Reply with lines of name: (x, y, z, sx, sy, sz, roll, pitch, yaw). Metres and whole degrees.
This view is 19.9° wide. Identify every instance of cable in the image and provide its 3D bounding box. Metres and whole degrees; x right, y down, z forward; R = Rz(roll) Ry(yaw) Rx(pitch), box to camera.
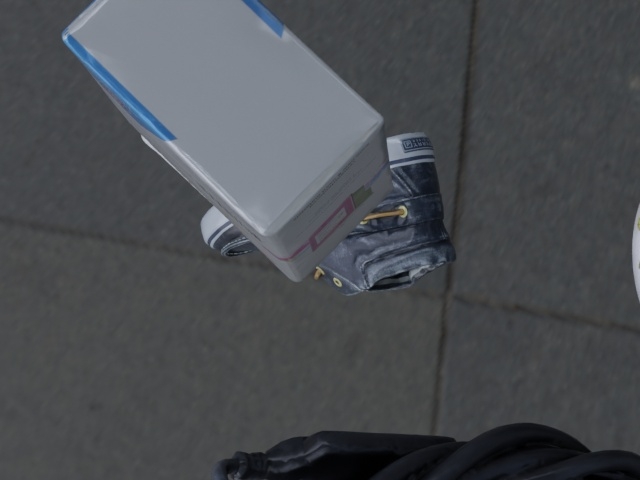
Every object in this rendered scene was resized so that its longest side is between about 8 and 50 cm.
cable: (0.053, 0.126, 0.527, 0.184, 0.150, 0.047, 7, 146, -22)

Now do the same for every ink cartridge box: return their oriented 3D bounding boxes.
ink cartridge box: (-0.025, -0.039, 0.588, 0.088, 0.122, 0.052, 44, 86, 8)

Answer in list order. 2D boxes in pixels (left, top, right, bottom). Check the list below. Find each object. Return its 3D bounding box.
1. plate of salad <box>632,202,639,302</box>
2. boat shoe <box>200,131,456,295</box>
plate of salad: (0.358, 0.025, 1.839, 0.048, 0.200, 0.199, -5, 119, -20)
boat shoe: (0.000, 0.000, 1.114, 0.183, 0.065, 0.083, -21, 80, 41)
